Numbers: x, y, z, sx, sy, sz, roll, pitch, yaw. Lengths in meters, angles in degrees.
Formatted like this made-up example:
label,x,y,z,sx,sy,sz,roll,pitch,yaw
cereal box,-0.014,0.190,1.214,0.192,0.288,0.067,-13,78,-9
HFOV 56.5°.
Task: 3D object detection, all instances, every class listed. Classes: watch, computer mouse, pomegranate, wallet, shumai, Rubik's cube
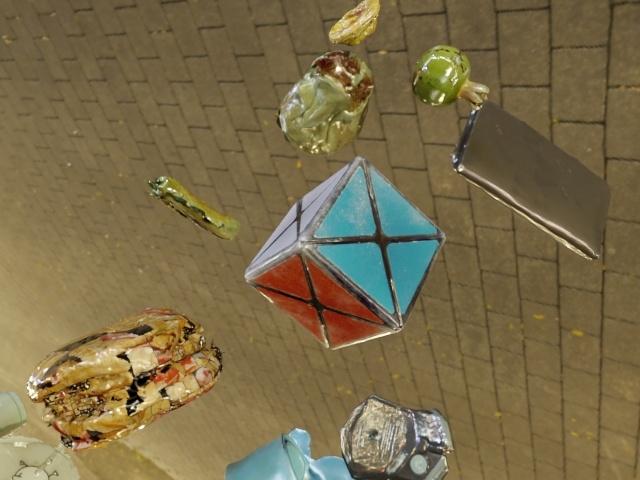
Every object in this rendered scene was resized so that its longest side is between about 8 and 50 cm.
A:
label,x,y,z,sx,sy,sz,roll,pitch,yaw
watch,-0.047,0.339,0.767,0.211,0.211,0.193,24,161,22
computer mouse,0.095,0.252,0.728,0.062,0.105,0.192,29,158,-29
pomegranate,0.231,-0.281,1.056,0.142,0.114,0.114,33,144,14
wallet,0.429,-0.123,1.186,0.378,0.197,0.051,29,155,-16
shumai,0.039,-0.304,1.291,0.189,0.255,0.218,39,167,-12
Rubik's cube,0.049,0.029,1.174,0.259,0.260,0.255,40,146,-16

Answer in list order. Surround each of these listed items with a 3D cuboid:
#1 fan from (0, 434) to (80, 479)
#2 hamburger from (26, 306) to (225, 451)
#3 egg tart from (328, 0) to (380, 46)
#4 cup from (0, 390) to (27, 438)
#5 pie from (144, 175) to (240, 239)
label,x,y,z,sx,sy,sz,roll,pitch,yaw
fan,-0.492,0.399,1.073,0.233,0.415,0.012,52,166,-24
hamburger,-0.233,0.151,0.717,0.231,0.231,0.106,-10,106,48
egg tart,0.076,-0.445,1.227,0.130,0.130,0.052,-10,134,48
cup,-0.645,0.347,1.130,0.120,0.141,0.120,14,114,33
pie,-0.368,-0.096,1.721,0.297,0.078,0.371,32,175,-13
